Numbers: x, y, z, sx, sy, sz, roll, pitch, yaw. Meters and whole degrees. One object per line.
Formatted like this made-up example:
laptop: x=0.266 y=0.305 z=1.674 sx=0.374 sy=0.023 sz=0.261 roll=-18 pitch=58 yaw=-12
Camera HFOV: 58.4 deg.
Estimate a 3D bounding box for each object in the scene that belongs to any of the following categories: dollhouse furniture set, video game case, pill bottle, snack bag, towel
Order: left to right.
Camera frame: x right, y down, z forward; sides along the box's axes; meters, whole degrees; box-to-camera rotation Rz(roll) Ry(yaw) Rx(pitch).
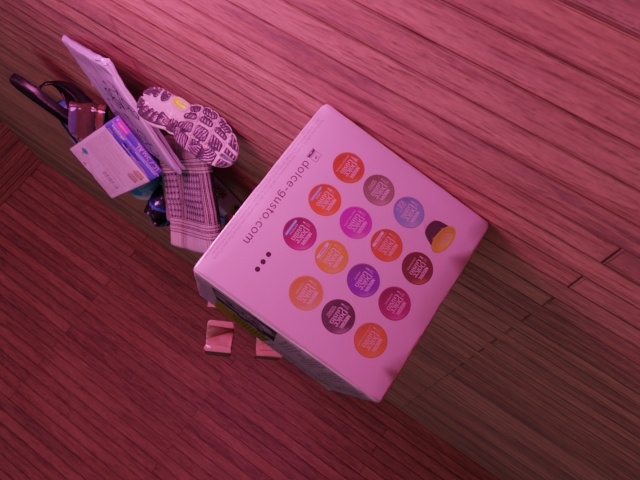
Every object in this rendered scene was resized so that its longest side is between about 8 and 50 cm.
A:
snack bag: x=-0.492 y=-0.344 z=1.426 sx=0.323 sy=0.037 sz=0.342 roll=35 pitch=160 yaw=42
pill bottle: x=-0.587 y=-0.247 z=1.795 sx=0.146 sy=0.146 sz=0.264 roll=30 pitch=164 yaw=21
towel: x=-0.360 y=-0.123 z=1.527 sx=0.324 sy=0.056 sz=0.312 roll=15 pitch=115 yaw=54
video game case: x=-0.354 y=-0.139 z=1.772 sx=0.270 sy=0.061 sz=0.244 roll=17 pitch=154 yaw=50
dollhouse furniture set: x=-0.111 y=0.157 z=1.612 sx=0.395 sy=0.361 sz=0.256 roll=7 pitch=164 yaw=-7

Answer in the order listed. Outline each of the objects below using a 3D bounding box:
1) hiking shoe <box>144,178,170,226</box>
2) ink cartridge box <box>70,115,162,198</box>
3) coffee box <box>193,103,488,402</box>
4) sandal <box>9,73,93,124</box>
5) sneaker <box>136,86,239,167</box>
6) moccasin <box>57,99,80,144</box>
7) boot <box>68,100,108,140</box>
hiking shoe: x=-0.494 y=-0.100 z=1.832 sx=0.113 sy=0.132 sz=0.304 roll=37 pitch=168 yaw=7
ink cartridge box: x=-0.560 y=-0.229 z=1.584 sx=0.311 sy=0.065 sz=0.185 roll=-9 pitch=124 yaw=49
coffee box: x=0.017 y=0.042 z=1.004 sx=0.334 sy=0.337 sz=0.338 roll=37 pitch=164 yaw=-2
sandal: x=-0.759 y=-0.408 z=1.821 sx=0.168 sy=0.107 sz=0.446 roll=17 pitch=168 yaw=47
sneaker: x=-0.280 y=-0.254 z=1.277 sx=0.275 sy=0.107 sz=0.110 roll=36 pitch=-176 yaw=18
moccasin: x=-0.784 y=-0.351 z=1.997 sx=0.117 sy=0.138 sz=0.342 roll=24 pitch=147 yaw=49
boot: x=-0.716 y=-0.323 z=1.747 sx=0.106 sy=0.219 sz=0.082 roll=11 pitch=-152 yaw=-14
